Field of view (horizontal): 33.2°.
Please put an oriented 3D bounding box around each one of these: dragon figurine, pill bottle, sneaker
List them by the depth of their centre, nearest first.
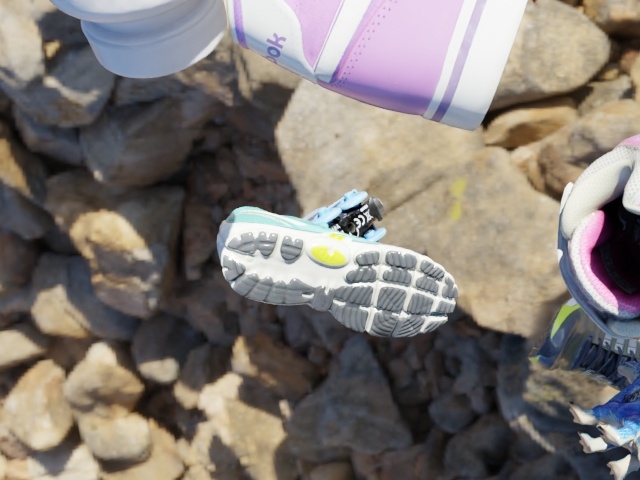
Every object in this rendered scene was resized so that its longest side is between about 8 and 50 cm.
[{"bbox_3d":[0.037,-0.204,0.462,0.102,0.161,0.282,-69,-3,-88],"label":"sneaker"},{"bbox_3d":[0.164,-0.002,0.541,0.103,0.111,0.252,59,168,17],"label":"sneaker"},{"bbox_3d":[-0.149,-0.253,0.765,0.152,0.152,0.272,44,158,38],"label":"pill bottle"},{"bbox_3d":[0.023,0.022,1.165,0.110,0.275,0.107,-101,33,-63],"label":"sneaker"},{"bbox_3d":[0.405,0.225,1.320,0.289,0.144,0.085,-142,30,-76],"label":"dragon figurine"},{"bbox_3d":[0.407,0.157,1.544,0.121,0.300,0.111,42,114,34],"label":"sneaker"}]

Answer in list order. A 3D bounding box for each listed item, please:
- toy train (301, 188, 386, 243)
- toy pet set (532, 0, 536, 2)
[{"bbox_3d":[0.000,0.000,1.340,0.105,0.184,0.080,-13,109,51],"label":"toy train"},{"bbox_3d":[0.185,-0.263,1.111,0.065,0.122,0.114,40,161,7],"label":"toy pet set"}]
